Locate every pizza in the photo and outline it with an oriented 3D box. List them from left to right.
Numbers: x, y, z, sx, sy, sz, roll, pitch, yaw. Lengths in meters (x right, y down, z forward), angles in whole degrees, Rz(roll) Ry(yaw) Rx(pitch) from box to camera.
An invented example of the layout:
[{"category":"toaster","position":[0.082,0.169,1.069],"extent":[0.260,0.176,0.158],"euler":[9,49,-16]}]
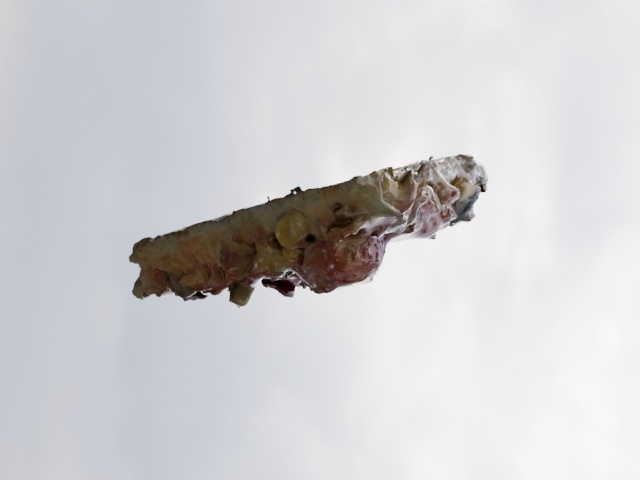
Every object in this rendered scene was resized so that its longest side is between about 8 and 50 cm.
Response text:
[{"category":"pizza","position":[0.000,0.000,0.948],"extent":[0.193,0.201,0.053],"euler":[150,-76,-88]}]
